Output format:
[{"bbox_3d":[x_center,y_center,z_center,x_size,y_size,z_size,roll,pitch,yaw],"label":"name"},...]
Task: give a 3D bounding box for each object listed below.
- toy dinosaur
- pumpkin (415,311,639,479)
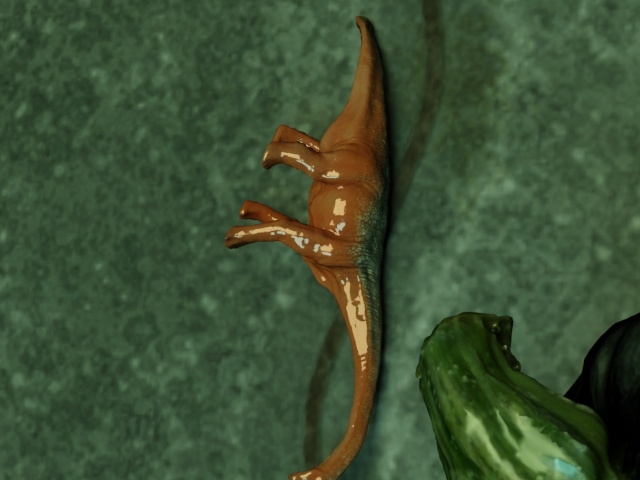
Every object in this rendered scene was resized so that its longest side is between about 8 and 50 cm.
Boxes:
[{"bbox_3d":[-0.001,-0.001,0.916,0.101,0.055,0.280,12,80,7],"label":"toy dinosaur"},{"bbox_3d":[0.150,0.137,0.639,0.295,0.296,0.296,-8,73,26],"label":"pumpkin"}]
